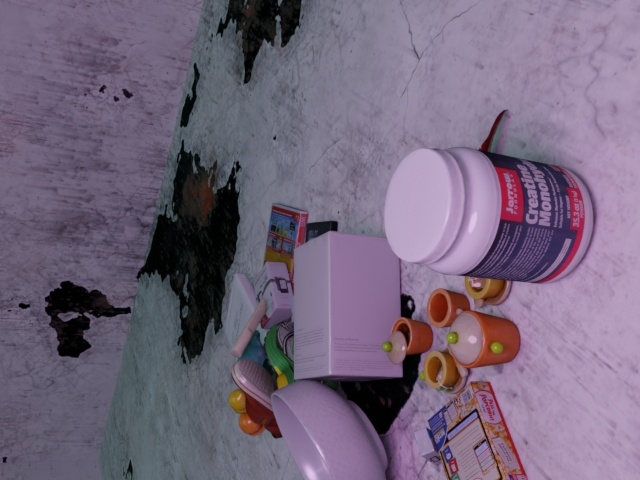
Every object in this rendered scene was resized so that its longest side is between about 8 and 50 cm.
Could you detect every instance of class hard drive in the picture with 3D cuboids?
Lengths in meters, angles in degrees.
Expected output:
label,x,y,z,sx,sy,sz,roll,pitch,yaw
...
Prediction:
label,x,y,z,sx,sy,sz,roll,pitch,yaw
hard drive,0.000,0.000,1.907,0.135,0.022,0.094,-3,82,63
hard drive,-0.199,0.284,2.179,0.353,0.047,0.233,-126,42,-53

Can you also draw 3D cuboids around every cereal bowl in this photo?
label,x,y,z,sx,sy,sz,roll,pitch,yaw
cereal bowl,0.036,0.430,1.546,0.339,0.141,0.339,52,159,31

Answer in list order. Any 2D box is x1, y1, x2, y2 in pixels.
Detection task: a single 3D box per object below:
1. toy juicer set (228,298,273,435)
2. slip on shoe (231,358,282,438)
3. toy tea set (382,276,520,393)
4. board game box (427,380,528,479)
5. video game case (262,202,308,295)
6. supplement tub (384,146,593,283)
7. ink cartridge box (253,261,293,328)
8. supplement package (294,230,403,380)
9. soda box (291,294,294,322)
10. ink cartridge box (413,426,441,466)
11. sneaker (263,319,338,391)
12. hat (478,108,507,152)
label,x,y,z,sx,sy,sz,roll,pitch,yaw
toy juicer set,-0.187,0.336,1.906,0.089,0.209,0.329,-1,107,27
slip on shoe,-0.134,0.386,1.783,0.123,0.101,0.331,62,-178,39
toy tea set,0.212,0.166,1.346,0.336,0.124,0.200,-48,43,48
board game box,0.264,0.361,1.287,0.147,0.045,0.194,-55,38,42
video game case,-0.108,0.047,2.103,0.204,0.025,0.285,20,102,62
supplement tub,0.255,-0.037,1.147,0.191,0.272,0.191,-21,65,59
ink cartridge box,-0.125,0.146,2.017,0.109,0.063,0.151,-55,39,43
supplement package,0.055,0.146,1.599,0.177,0.175,0.293,-25,62,61
soda box,0.007,0.148,1.803,0.216,0.073,0.069,-29,59,58
ink cartridge box,0.205,0.380,1.387,0.028,0.083,0.048,-29,51,15
sneaker,-0.036,0.298,1.837,0.146,0.134,0.343,-38,31,5
hat,0.277,-0.083,1.312,0.183,0.173,0.209,-26,96,26
